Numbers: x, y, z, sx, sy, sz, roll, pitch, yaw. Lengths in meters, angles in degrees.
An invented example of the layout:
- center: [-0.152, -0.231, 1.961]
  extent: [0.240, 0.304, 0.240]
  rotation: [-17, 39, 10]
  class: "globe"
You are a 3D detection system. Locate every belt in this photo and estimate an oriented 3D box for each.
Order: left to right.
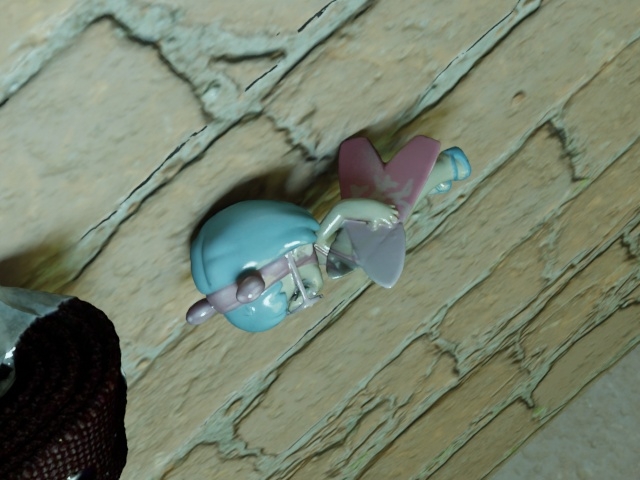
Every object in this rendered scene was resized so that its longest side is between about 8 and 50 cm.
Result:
- center: [-0.259, 0.150, 1.146]
  extent: [0.289, 0.184, 0.164]
  rotation: [-28, 145, -28]
  class: "belt"

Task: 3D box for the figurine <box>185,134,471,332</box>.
- center: [-0.002, -0.012, 1.405]
  extent: [0.260, 0.103, 0.205]
  rotation: [-30, -169, -30]
  class: "figurine"
